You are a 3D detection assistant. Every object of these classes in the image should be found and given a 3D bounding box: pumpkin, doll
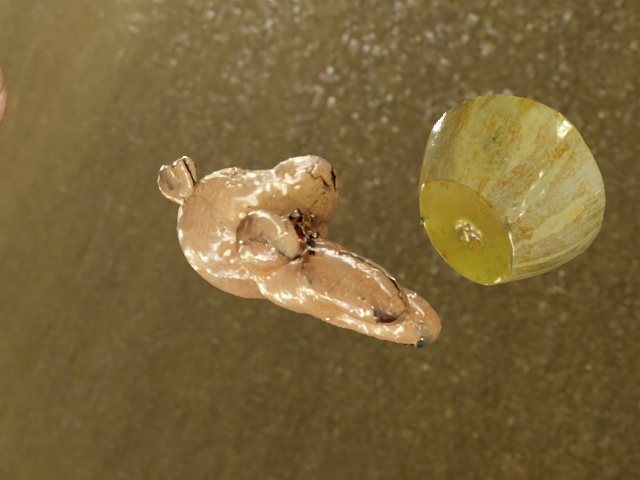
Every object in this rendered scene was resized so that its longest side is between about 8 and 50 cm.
[{"bbox_3d":[0.189,-0.038,1.638,0.217,0.217,0.110,-40,6,48],"label":"pumpkin"},{"bbox_3d":[0.000,0.000,1.424,0.303,0.201,0.156,20,73,40],"label":"doll"}]

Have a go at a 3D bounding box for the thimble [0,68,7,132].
[{"bbox_3d":[-0.401,-0.135,1.477,0.189,0.163,0.125,-51,29,2],"label":"thimble"}]
